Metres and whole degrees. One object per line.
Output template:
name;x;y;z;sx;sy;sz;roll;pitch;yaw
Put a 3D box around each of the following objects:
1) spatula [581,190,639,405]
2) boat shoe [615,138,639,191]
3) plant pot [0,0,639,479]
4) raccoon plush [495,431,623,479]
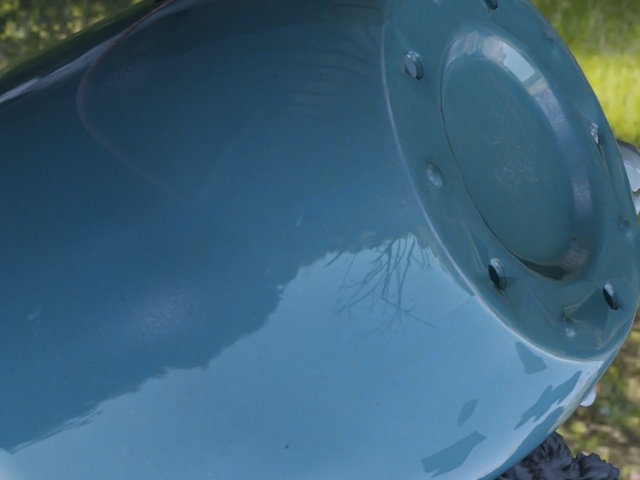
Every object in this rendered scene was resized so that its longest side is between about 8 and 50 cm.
spatula;0.140;0.012;0.907;0.019;0.168;0.242;6;-168;-22
boat shoe;0.244;-0.096;1.367;0.227;0.081;0.079;7;144;49
plant pot;0.000;0.000;0.612;0.235;0.293;0.293;-25;159;36
raccoon plush;0.150;0.340;1.015;0.446;0.216;0.299;43;142;7
